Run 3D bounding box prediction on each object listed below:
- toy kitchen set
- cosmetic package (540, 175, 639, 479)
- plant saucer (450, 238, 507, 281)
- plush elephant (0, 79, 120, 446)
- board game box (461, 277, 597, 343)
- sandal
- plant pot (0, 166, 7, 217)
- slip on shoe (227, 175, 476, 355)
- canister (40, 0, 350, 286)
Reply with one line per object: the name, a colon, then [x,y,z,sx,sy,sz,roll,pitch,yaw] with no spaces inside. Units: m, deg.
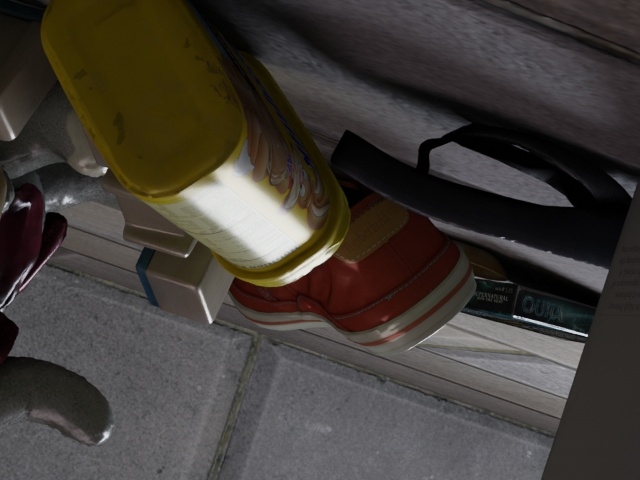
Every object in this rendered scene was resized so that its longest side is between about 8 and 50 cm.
toy kitchen set: [-0.130,-0.070,1.157,0.166,0.122,0.207,17,153,16]
cosmetic package: [0.172,0.082,0.910,0.085,0.231,0.117,20,174,-16]
plant saucer: [0.102,0.011,1.485,0.083,0.015,0.083,17,174,2]
plush elephant: [-0.246,0.054,1.316,0.330,0.255,0.272,-10,174,-7]
board game box: [0.173,0.057,1.551,0.186,0.026,0.126,16,175,-39]
sandal: [0.128,-0.020,1.018,0.254,0.054,0.097,15,-176,-10]
plant pot: [-0.337,-0.021,0.996,0.305,0.333,0.334,-22,150,34]
slip on shoe: [0.000,0.000,1.351,0.101,0.123,0.331,54,168,-15]
canister: [-0.057,-0.054,0.942,0.126,0.073,0.170,59,-173,20]
